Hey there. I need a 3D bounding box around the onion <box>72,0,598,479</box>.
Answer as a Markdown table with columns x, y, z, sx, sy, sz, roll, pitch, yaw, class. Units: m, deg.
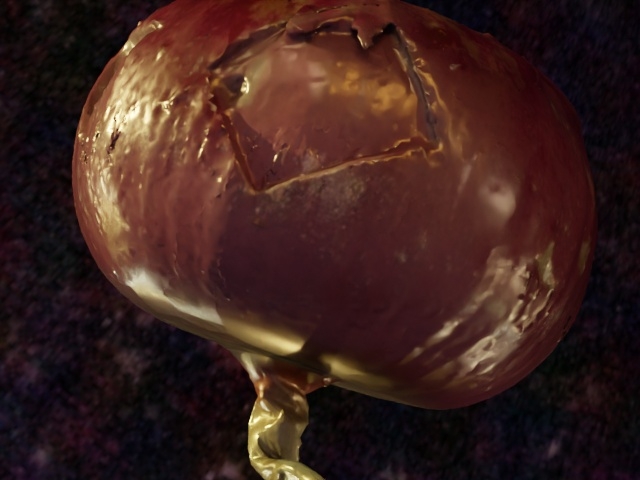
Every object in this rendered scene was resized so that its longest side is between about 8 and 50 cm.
| x | y | z | sx | sy | sz | roll | pitch | yaw | class |
| --- | --- | --- | --- | --- | --- | --- | --- | --- | --- |
| 0.003 | -0.010 | 0.443 | 0.177 | 0.177 | 0.153 | 30 | 105 | 2 | onion |
